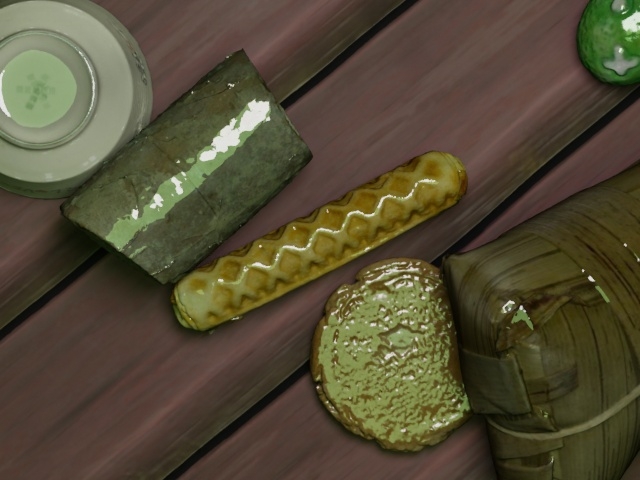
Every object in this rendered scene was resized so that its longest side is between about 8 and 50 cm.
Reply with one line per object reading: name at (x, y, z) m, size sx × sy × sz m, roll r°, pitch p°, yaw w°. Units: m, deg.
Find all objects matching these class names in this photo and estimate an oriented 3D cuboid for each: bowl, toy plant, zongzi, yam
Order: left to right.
bowl at (-0.303, -0.163, 1.692) m, size 0.238 × 0.126 × 0.237 m, roll 0°, pitch 92°, yaw -5°
yam at (-0.137, -0.071, 1.690) m, size 0.268 × 0.161 × 0.161 m, roll -43°, pitch 95°, yaw -3°
zongzi at (0.390, 0.124, 1.782) m, size 0.500 × 0.218 × 0.467 m, roll -28°, pitch 128°, yaw -18°
toy plant at (0.385, -0.297, 1.723) m, size 0.235 × 0.175 × 0.218 m, roll -14°, pitch 87°, yaw 24°

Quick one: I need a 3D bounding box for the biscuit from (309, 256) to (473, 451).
biscuit at (0.094, 0.131, 1.779) m, size 0.226 × 0.042 × 0.225 m, roll 0°, pitch 95°, yaw -3°

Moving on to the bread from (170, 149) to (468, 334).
bread at (0.000, 0.000, 1.743) m, size 0.368 × 0.077 × 0.084 m, roll -26°, pitch 133°, yaw -2°
